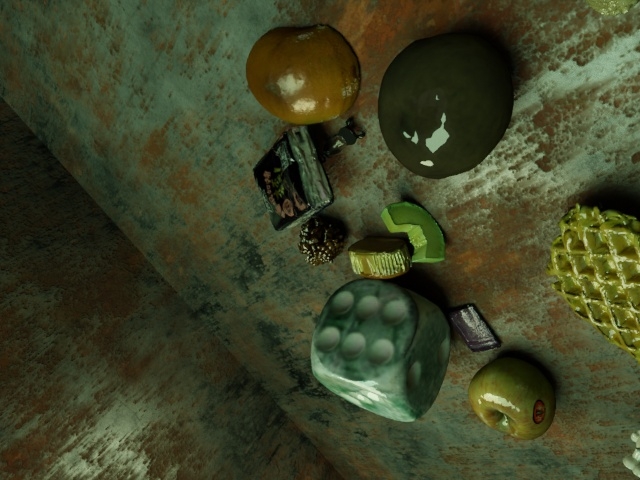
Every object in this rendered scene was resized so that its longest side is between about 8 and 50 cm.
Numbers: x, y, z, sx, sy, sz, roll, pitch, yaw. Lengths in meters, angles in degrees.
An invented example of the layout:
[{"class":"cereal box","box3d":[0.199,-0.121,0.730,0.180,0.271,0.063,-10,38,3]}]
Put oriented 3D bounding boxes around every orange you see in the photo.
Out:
[{"class":"orange","box3d":[-0.050,-0.434,1.359,0.310,0.274,0.274,-2,129,6]}]

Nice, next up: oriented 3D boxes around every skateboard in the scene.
[{"class":"skateboard","box3d":[0.049,-0.268,1.424,0.067,0.080,0.151,45,145,-11]}]

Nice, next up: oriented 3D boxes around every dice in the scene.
[{"class":"dice","box3d":[0.188,0.335,1.579,0.328,0.330,0.348,8,148,36]}]

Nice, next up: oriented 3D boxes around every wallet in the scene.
[{"class":"wallet","box3d":[0.468,0.273,1.576,0.166,0.030,0.111,52,142,-9]}]

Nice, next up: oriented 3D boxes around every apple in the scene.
[{"class":"apple","box3d":[0.572,0.469,1.530,0.260,0.194,0.261,26,141,23]}]

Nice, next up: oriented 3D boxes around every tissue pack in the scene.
[{"class":"tissue pack","box3d":[-0.086,-0.177,1.530,0.332,0.123,0.245,-28,81,65]}]

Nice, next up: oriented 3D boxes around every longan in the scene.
[{"class":"longan","box3d":[0.256,-0.275,1.070,0.297,0.297,0.297,24,138,24]}]

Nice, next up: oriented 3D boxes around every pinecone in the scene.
[{"class":"pinecone","box3d":[0.000,0.000,1.663,0.173,0.173,0.174,24,138,24]}]

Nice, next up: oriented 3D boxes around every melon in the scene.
[{"class":"melon","box3d":[0.265,-0.021,1.429,0.209,0.118,0.064,58,155,2]}]

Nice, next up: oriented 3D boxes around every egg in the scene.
[{"class":"egg","box3d":[0.479,-0.443,0.846,0.140,0.116,0.118,56,168,-8]}]

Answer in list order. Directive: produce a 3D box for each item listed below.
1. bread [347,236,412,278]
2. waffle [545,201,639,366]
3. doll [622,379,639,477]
[{"class":"bread","box3d":[0.180,0.057,1.550,0.190,0.132,0.114,-2,108,45]},{"class":"waffle","box3d":[0.651,0.100,1.096,0.380,0.095,0.382,49,163,35]},{"class":"doll","box3d":[0.872,0.472,1.246,0.144,0.271,0.208,12,180,-26]}]
